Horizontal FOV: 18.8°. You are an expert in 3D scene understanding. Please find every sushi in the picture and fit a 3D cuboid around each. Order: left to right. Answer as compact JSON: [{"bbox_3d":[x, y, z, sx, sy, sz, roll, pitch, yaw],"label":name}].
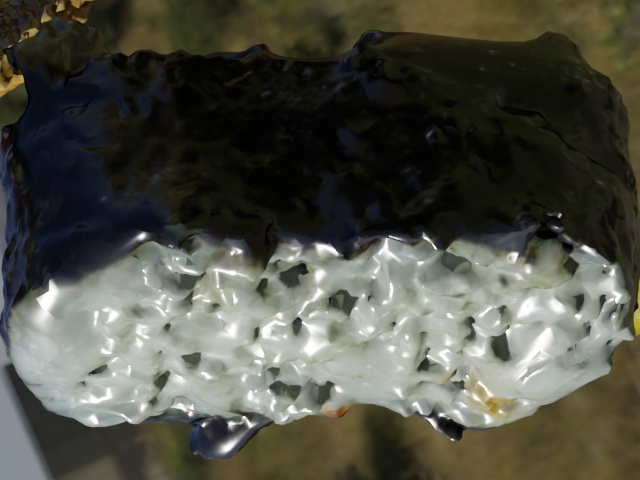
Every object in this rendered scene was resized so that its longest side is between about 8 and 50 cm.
[{"bbox_3d":[0.000,0.000,0.655,0.147,0.212,0.115,84,-179,-50],"label":"sushi"}]

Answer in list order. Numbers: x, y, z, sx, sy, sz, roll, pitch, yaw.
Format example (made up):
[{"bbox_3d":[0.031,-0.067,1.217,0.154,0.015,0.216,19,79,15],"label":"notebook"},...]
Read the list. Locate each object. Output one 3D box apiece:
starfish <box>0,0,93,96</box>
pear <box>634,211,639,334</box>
[{"bbox_3d":[-0.178,-0.039,0.677,0.060,0.299,0.302,66,-162,-53],"label":"starfish"},{"bbox_3d":[0.218,0.025,1.484,0.104,0.141,0.141,-65,26,15],"label":"pear"}]
